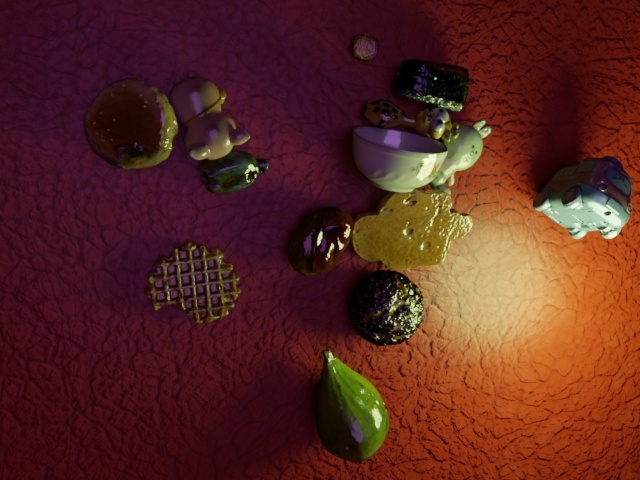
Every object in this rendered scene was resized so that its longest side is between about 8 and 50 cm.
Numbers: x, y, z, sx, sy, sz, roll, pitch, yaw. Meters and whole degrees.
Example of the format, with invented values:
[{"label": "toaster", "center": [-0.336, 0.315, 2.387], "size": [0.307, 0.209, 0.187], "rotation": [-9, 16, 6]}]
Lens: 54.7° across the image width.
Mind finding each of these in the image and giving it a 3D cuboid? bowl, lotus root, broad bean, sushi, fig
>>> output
[{"label": "bowl", "center": [0.215, -0.225, 1.769], "size": [0.277, 0.277, 0.145], "rotation": [3, 111, -15]}, {"label": "lotus root", "center": [-0.239, -0.194, 1.734], "size": [0.192, 0.088, 0.113], "rotation": [-15, 111, -13]}, {"label": "broad bean", "center": [0.001, 0.000, 1.811], "size": [0.156, 0.122, 0.228], "rotation": [37, 91, -28]}, {"label": "sushi", "center": [0.333, -0.455, 1.823], "size": [0.225, 0.136, 0.126], "rotation": [3, 100, -22]}, {"label": "fig", "center": [0.099, 0.493, 1.863], "size": [0.233, 0.233, 0.314], "rotation": [6, 92, -16]}]

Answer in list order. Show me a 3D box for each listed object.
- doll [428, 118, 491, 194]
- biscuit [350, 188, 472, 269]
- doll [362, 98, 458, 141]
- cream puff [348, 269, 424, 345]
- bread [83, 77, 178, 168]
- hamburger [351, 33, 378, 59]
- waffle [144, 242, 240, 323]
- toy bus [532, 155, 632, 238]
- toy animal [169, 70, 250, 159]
[{"label": "doll", "center": [0.404, -0.261, 1.886], "size": [0.275, 0.113, 0.155], "rotation": [-52, 128, -7]}, {"label": "biscuit", "center": [0.274, -0.038, 1.876], "size": [0.375, 0.051, 0.269], "rotation": [-6, 120, -3]}, {"label": "doll", "center": [0.266, -0.354, 1.817], "size": [0.291, 0.086, 0.117], "rotation": [12, 58, 0]}, {"label": "cream puff", "center": [0.203, 0.207, 1.873], "size": [0.239, 0.165, 0.239], "rotation": [-3, 99, -17]}, {"label": "bread", "center": [-0.480, -0.297, 1.611], "size": [0.244, 0.134, 0.245], "rotation": [1, 100, 5]}, {"label": "hamburger", "center": [0.130, -0.562, 1.797], "size": [0.083, 0.044, 0.076], "rotation": [11, 97, -14]}, {"label": "waffle", "center": [-0.360, 0.136, 1.770], "size": [0.249, 0.056, 0.253], "rotation": [-40, 107, -6]}, {"label": "toy bus", "center": [0.830, -0.150, 1.926], "size": [0.197, 0.294, 0.232], "rotation": [33, 79, -14]}, {"label": "toy animal", "center": [-0.314, -0.337, 1.663], "size": [0.165, 0.149, 0.248], "rotation": [-28, 84, -5]}]
